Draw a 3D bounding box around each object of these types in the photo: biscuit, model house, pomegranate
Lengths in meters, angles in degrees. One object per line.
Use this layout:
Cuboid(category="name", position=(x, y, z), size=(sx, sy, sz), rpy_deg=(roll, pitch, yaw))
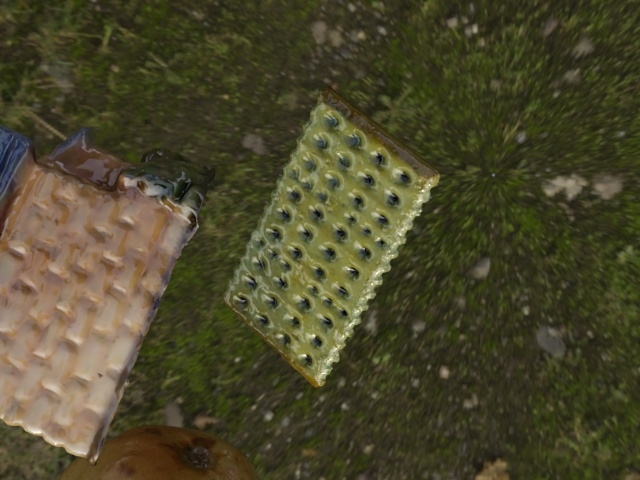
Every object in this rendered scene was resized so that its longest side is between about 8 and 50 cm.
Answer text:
Cuboid(category="biscuit", position=(0.000, 0.000, 0.959), size=(0.139, 0.016, 0.231), rpy_deg=(40, 118, 23))
Cuboid(category="model house", position=(-0.172, 0.006, 0.625), size=(0.172, 0.183, 0.167), rpy_deg=(22, 88, -10))
Cuboid(category="pomegranate", position=(-0.144, 0.265, 0.997), size=(0.207, 0.207, 0.207), rpy_deg=(1, 93, 9))
